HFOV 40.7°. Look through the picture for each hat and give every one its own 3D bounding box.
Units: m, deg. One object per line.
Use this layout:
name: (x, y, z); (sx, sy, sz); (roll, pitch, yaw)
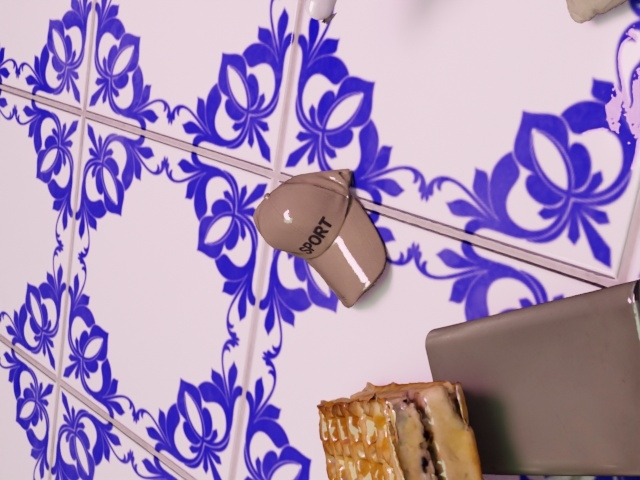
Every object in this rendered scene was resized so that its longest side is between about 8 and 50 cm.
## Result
hat: (0.000, 0.000, 1.053); (0.175, 0.085, 0.147); (55, 126, 28)

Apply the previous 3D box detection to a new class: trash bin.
trash bin: (0.233, 0.137, 0.816); (0.240, 0.122, 0.164); (-20, 80, 45)

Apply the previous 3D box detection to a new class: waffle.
waffle: (0.080, 0.255, 0.895); (0.308, 0.091, 0.213); (141, 119, -74)

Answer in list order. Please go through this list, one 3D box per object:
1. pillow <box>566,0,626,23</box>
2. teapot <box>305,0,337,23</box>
pillow: (0.304, -0.365, 0.737); (0.281, 0.076, 0.274); (-15, 84, 44)
teapot: (0.051, -0.437, 0.887); (0.280, 0.252, 0.424); (144, 140, -78)
